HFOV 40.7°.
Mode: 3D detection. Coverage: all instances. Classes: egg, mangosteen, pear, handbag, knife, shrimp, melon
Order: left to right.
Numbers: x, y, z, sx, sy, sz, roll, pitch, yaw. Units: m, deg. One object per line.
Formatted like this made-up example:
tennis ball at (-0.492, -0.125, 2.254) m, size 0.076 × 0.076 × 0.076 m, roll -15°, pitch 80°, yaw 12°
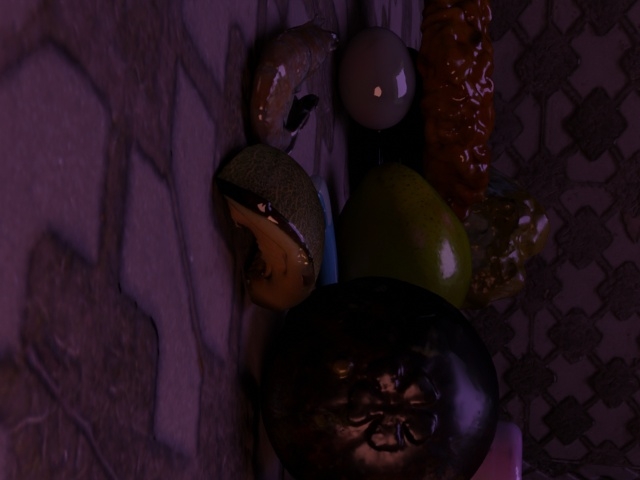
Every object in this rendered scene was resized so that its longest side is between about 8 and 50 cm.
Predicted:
melon at (-0.029, -0.020, 0.750) m, size 0.160 × 0.079 × 0.128 m, roll 77°, pitch 26°, yaw -47°
shrimp at (-0.023, -0.150, 0.842) m, size 0.223 × 0.048 × 0.126 m, roll -56°, pitch 154°, yaw -58°
knife at (0.000, 0.000, 1.014) m, size 0.222 × 0.032 × 0.064 m, roll 81°, pitch 12°, yaw -55°
mangosteen at (0.050, 0.143, 0.872) m, size 0.289 × 0.232 × 0.231 m, roll -139°, pitch -132°, yaw -78°
egg at (0.074, -0.214, 1.140) m, size 0.103 × 0.103 × 0.134 m, roll -34°, pitch 120°, yaw -75°
handbag at (0.114, -0.164, 1.360) m, size 0.253 × 0.093 × 0.307 m, roll 69°, pitch 26°, yaw -63°
pear at (0.101, 0.009, 1.131) m, size 0.187 × 0.188 × 0.219 m, roll -29°, pitch 98°, yaw -76°

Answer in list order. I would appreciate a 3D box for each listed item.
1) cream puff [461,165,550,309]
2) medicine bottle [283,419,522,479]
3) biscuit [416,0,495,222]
cream puff at (0.252, -0.021, 1.629) m, size 0.274 × 0.323 × 0.269 m, roll -38°, pitch 153°, yaw -61°
medicine bottle at (0.095, 0.269, 0.969) m, size 0.152 × 0.255 × 0.151 m, roll 1°, pitch 90°, yaw -79°
biscuit at (0.201, -0.228, 1.269) m, size 0.318 × 0.111 × 0.312 m, roll 78°, pitch 17°, yaw -53°
